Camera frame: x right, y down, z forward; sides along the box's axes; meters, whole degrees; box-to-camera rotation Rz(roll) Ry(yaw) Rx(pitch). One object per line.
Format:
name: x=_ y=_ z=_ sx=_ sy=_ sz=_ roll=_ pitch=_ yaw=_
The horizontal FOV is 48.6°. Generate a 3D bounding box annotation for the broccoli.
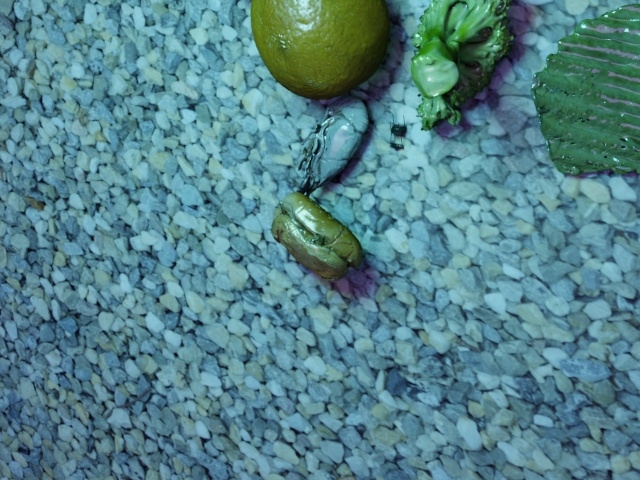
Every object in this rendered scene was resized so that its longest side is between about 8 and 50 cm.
broccoli: x=0.284 y=-0.448 z=1.534 sx=0.275 sy=0.397 sz=0.352 roll=-8 pitch=85 yaw=22

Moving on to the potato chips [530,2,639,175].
potato chips: x=0.664 y=-0.325 z=1.542 sx=0.390 sy=0.097 sz=0.373 roll=-7 pitch=91 yaw=22

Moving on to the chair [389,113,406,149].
chair: x=0.194 y=-0.273 z=1.781 sx=0.037 sy=0.042 sz=0.086 roll=12 pitch=135 yaw=23

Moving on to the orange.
orange: x=-0.002 y=-0.518 z=1.672 sx=0.322 sy=0.322 sz=0.356 roll=-10 pitch=120 yaw=24

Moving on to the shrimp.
shrimp: x=0.004 y=-0.220 z=1.821 sx=0.145 sy=0.116 sz=0.343 roll=35 pitch=101 yaw=16

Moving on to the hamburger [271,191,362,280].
hamburger: x=0.000 y=0.000 z=1.771 sx=0.146 sy=0.286 sz=0.243 roll=-49 pitch=32 yaw=-7
